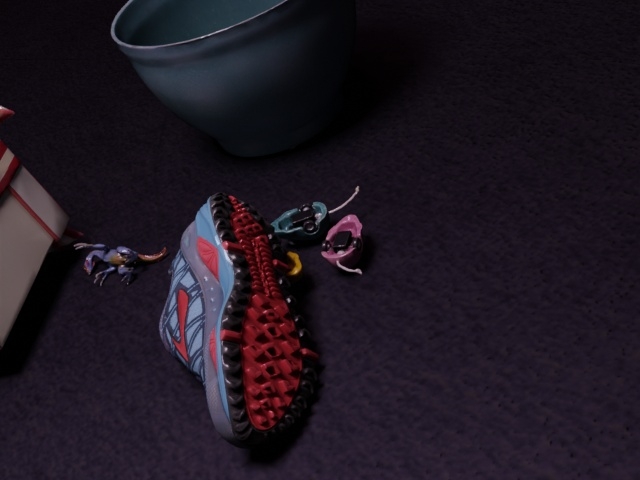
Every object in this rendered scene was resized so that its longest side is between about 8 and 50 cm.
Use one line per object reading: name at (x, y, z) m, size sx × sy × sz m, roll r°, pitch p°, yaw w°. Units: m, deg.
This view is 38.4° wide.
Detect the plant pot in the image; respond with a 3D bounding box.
plant pot at (-0.080, -0.229, 1.127) m, size 0.293 × 0.196 × 0.293 m, roll -15°, pitch 35°, yaw 11°

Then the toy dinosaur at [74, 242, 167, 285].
toy dinosaur at (-0.230, 0.025, 1.030) m, size 0.090 × 0.047 × 0.082 m, roll -3°, pitch 12°, yaw -32°

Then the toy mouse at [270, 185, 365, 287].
toy mouse at (0.000, 0.000, 0.914) m, size 0.161 × 0.031 × 0.143 m, roll 12°, pitch 48°, yaw 41°

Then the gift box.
gift box at (-0.428, -0.007, 0.991) m, size 0.276 × 0.255 × 0.258 m, roll -18°, pitch 36°, yaw 18°

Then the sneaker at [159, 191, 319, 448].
sneaker at (-0.082, 0.084, 0.818) m, size 0.125 × 0.104 × 0.262 m, roll -44°, pitch 36°, yaw 28°
